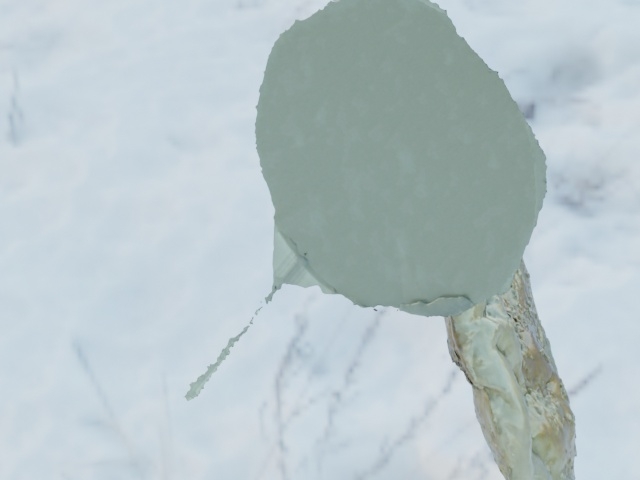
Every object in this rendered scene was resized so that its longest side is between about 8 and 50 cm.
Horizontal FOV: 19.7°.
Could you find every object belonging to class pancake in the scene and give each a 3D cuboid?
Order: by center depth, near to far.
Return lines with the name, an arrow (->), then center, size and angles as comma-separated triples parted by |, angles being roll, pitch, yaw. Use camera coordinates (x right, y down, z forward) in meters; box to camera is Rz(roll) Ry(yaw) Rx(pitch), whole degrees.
pancake -> 0.188, 0.106, 1.839 | 0.082, 0.387, 0.387 | -17, 29, 12

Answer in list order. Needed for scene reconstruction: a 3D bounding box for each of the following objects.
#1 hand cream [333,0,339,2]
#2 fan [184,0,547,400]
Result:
hand cream -> 0.043, -0.155, 1.378 | 0.065, 0.171, 0.043 | -15, 27, 7
fan -> 0.001, 0.000, 0.998 | 0.182, 0.310, 0.010 | 51, 39, 12
